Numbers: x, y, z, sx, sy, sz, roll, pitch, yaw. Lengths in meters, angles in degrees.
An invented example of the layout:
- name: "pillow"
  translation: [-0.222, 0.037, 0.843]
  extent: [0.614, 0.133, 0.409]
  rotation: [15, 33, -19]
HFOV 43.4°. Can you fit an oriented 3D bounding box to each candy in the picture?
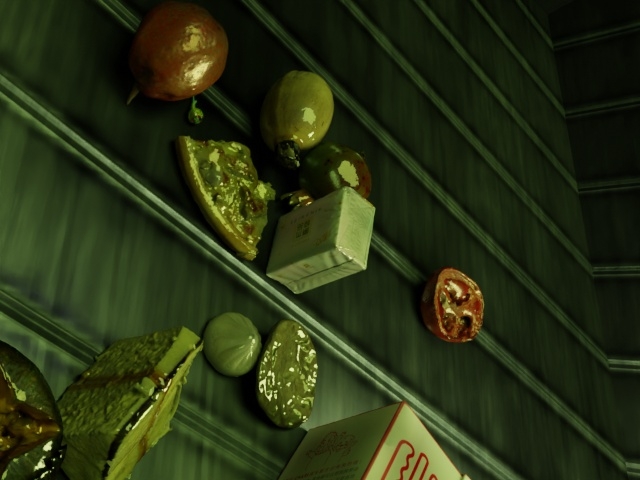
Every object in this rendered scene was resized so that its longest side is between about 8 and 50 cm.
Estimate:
- name: "candy"
  translation: [-0.295, -0.323, 1.885]
  extent: [0.035, 0.035, 0.123]
  rotation: [15, 50, -32]

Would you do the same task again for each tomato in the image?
- name: "tomato"
  translation: [0.368, 0.192, 2.340]
  extent: [0.228, 0.101, 0.227]
  rotation: [15, 67, -38]

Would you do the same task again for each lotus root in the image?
- name: "lotus root"
  translation: [-0.065, -0.296, 2.011]
  extent: [0.183, 0.183, 0.309]
  rotation: [40, 45, -30]

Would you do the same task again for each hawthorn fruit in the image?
- name: "hawthorn fruit"
  translation: [-0.327, -0.391, 1.756]
  extent: [0.210, 0.210, 0.262]
  rotation: [47, 66, -23]

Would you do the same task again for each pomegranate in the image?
- name: "pomegranate"
  translation: [0.013, -0.151, 2.033]
  extent: [0.246, 0.198, 0.198]
  rotation: [-7, 76, -32]

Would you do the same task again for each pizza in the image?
- name: "pizza"
  translation: [-0.196, -0.123, 1.850]
  extent: [0.223, 0.089, 0.323]
  rotation: [-38, 102, -48]

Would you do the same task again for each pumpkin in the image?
- name: "pumpkin"
  translation: [-0.530, 0.281, 1.157]
  extent: [0.320, 0.192, 0.320]
  rotation: [29, 50, -41]

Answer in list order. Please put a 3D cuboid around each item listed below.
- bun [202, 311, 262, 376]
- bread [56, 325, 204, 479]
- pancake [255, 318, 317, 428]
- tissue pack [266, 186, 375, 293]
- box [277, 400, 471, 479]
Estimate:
- name: "bun"
  translation: [-0.172, 0.212, 1.696]
  extent: [0.138, 0.094, 0.138]
  rotation: [28, 49, -37]
- name: "bread"
  translation: [-0.306, 0.297, 1.374]
  extent: [0.198, 0.236, 0.263]
  rotation: [53, 40, -16]
- name: "pancake"
  translation: [-0.081, 0.295, 1.769]
  extent: [0.242, 0.050, 0.241]
  rotation: [20, 66, -57]
- name: "tissue pack"
  translation: [0.000, 0.000, 1.899]
  extent: [0.124, 0.225, 0.185]
  rotation: [36, 47, -34]
- name: "box"
  translation: [0.097, 0.563, 1.653]
  extent: [0.300, 0.314, 0.312]
  rotation: [53, 40, -12]
